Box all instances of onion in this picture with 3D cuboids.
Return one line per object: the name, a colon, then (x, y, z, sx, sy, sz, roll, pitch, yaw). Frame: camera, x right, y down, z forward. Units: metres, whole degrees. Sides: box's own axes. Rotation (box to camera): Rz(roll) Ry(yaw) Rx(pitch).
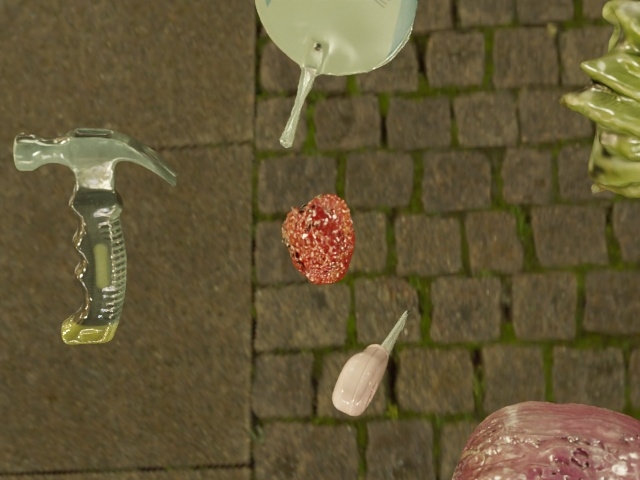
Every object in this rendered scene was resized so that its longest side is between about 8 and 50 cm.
onion: (0.281, 0.244, 1.253, 0.348, 0.267, 0.159, 3, 111, 13)

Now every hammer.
hammer: (-0.226, -0.002, 1.346, 0.158, 0.226, 0.041, 2, 22, -4)

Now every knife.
knife: (0.074, 0.154, 1.662, 0.043, 0.336, 0.081, 23, 103, 11)

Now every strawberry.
strawberry: (0.000, 0.000, 1.429, 0.083, 0.083, 0.096, -14, 82, 2)

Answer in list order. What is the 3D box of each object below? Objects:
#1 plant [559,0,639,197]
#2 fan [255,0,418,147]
plant: (0.331, -0.070, 0.925, 0.333, 0.180, 0.251, 51, 126, 42)
fan: (0.000, -0.137, 0.902, 0.113, 0.175, 0.005, 24, 31, 6)
